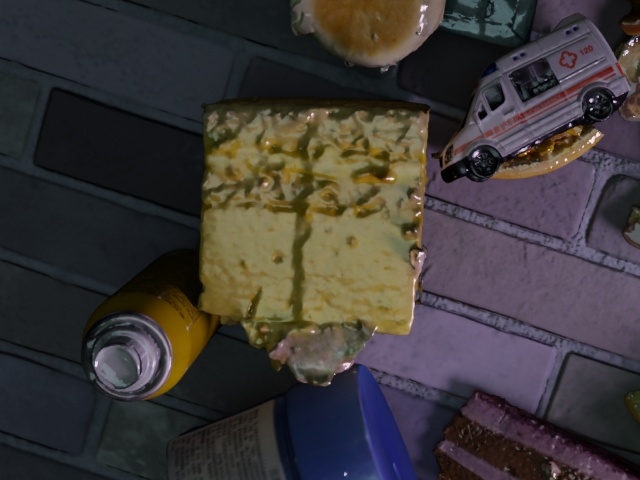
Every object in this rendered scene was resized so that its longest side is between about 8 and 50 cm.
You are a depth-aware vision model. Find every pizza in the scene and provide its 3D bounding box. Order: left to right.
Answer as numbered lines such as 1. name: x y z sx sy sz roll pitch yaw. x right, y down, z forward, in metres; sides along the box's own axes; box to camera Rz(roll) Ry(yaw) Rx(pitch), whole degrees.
1. pizza: 0.207 -0.128 1.626 0.178 0.041 0.131 4 97 5

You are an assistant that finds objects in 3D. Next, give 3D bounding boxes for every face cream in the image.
1. face cream: -0.162 0.084 1.534 0.105 0.349 0.105 1 98 5
2. face cream: -0.020 0.276 1.601 0.225 0.249 0.249 -19 96 7

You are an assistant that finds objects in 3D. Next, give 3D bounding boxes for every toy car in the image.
1. toy car: 0.200 -0.138 1.559 0.209 0.089 0.108 -28 91 1

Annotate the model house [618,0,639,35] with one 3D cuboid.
1. model house: 0.343 -0.316 1.515 0.229 0.199 0.220 14 112 7

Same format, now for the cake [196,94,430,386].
1. cake: 0.000 0.000 1.571 0.222 0.227 0.286 2 97 7

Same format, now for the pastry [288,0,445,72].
1. pastry: 0.049 -0.245 1.537 0.165 0.088 0.166 4 115 8

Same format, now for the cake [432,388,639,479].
1. cake: 0.266 0.267 1.668 0.295 0.113 0.116 28 98 14

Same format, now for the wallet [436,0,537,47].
1. wallet: 0.072 -0.345 1.591 0.342 0.075 0.237 13 97 4

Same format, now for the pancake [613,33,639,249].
1. pancake: 0.413 -0.107 1.616 0.288 0.033 0.286 41 101 -1

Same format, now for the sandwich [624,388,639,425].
1. sandwich: 0.437 0.231 1.673 0.117 0.144 0.187 -35 130 9
